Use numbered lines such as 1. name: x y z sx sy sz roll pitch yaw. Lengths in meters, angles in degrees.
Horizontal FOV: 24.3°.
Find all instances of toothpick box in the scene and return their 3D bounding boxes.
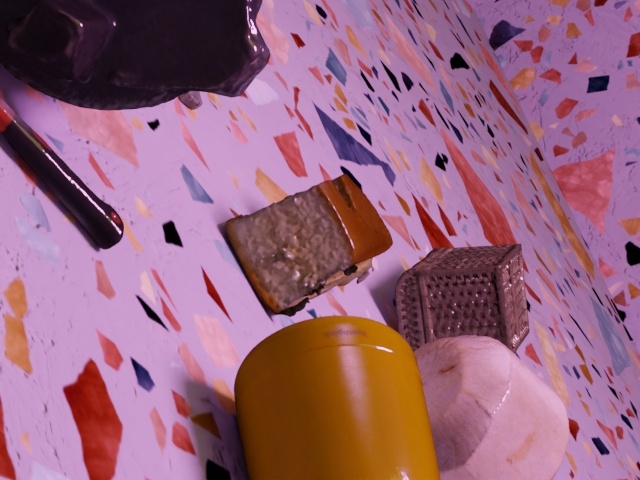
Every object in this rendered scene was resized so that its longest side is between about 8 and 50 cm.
1. toothpick box: 0.023 0.218 1.311 0.175 0.175 0.271 40 29 -44

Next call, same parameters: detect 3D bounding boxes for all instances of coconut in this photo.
1. coconut: 0.175 0.224 1.658 0.222 0.202 0.202 45 22 -30

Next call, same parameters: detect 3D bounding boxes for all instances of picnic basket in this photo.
1. picnic basket: 0.188 0.083 1.994 0.196 0.154 0.134 -31 115 -73

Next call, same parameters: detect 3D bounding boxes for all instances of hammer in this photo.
1. hammer: -0.269 -0.102 1.283 0.287 0.033 0.111 49 19 -27

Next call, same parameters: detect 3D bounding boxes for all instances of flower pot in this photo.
1. flower pot: -0.166 -0.248 1.343 0.299 0.299 0.283 57 4 -4

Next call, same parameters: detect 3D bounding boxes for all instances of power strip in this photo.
1. power strip: -0.158 -0.189 1.745 0.027 0.017 0.083 38 27 -49

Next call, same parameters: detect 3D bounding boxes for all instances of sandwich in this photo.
1. sandwich: 0.000 0.000 1.697 0.128 0.122 0.236 63 16 3
